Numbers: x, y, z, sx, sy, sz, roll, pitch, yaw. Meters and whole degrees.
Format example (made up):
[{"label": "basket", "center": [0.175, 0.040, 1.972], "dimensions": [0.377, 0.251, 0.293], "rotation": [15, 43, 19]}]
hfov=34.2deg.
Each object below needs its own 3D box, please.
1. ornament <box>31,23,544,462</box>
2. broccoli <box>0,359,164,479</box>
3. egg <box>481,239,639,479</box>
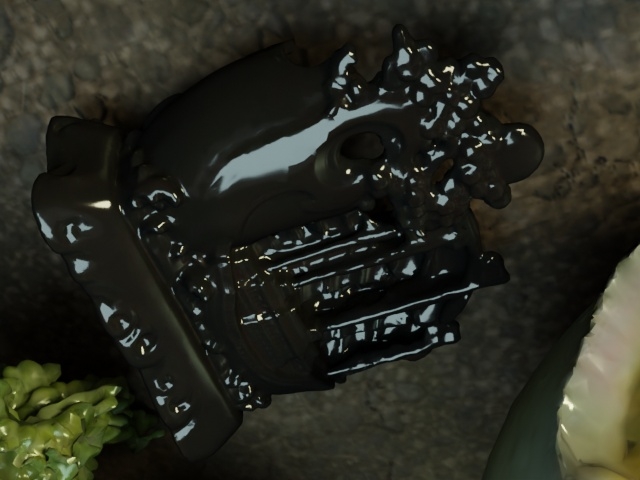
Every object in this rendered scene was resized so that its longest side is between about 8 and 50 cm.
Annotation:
[{"label": "ornament", "center": [0.000, 0.000, 0.585], "dimensions": [0.260, 0.106, 0.251], "rotation": [-14, 128, 11]}, {"label": "broccoli", "center": [-0.186, 0.239, 0.680], "dimensions": [0.317, 0.277, 0.338], "rotation": [36, 116, -15]}, {"label": "egg", "center": [0.240, 0.197, 0.521], "dimensions": [0.354, 0.354, 0.340], "rotation": [12, 145, 4]}]
